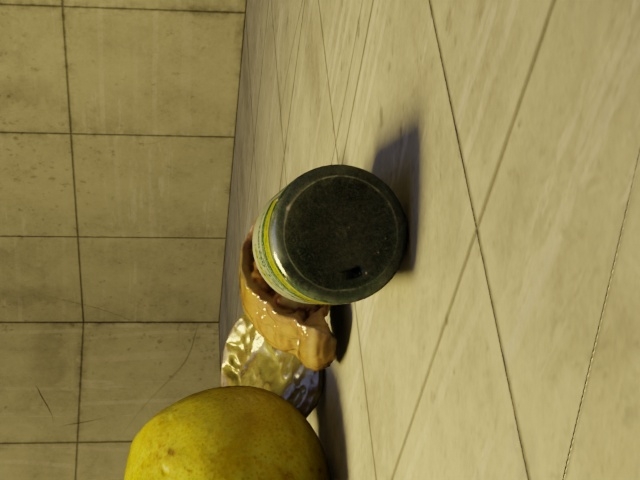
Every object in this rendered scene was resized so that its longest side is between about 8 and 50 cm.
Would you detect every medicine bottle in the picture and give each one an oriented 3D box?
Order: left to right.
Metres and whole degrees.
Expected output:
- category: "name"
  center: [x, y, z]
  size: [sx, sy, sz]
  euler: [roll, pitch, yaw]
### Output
- category: "medicine bottle"
  center: [0.000, 0.000, 1.320]
  size: [0.293, 0.141, 0.141]
  euler: [162, 108, -82]

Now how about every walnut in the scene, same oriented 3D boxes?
- category: "walnut"
  center: [-0.041, 0.058, 1.633]
  size: [0.204, 0.141, 0.238]
  euler: [105, 167, -77]

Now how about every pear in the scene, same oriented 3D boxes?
- category: "pear"
  center: [-0.120, 0.360, 1.658]
  size: [0.304, 0.304, 0.304]
  euler: [-179, 90, -82]

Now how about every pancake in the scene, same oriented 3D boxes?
- category: "pancake"
  center: [-0.067, 0.196, 1.843]
  size: [0.242, 0.050, 0.242]
  euler: [-13, 73, 48]
